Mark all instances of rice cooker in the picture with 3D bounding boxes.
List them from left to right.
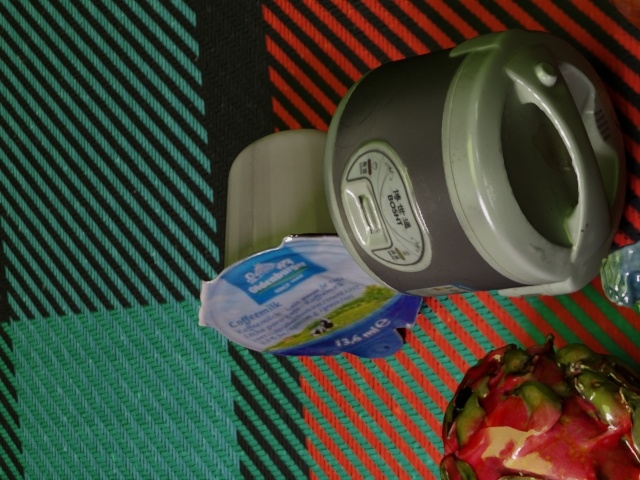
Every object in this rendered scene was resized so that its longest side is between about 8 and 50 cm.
[{"bbox_3d":[0.174,-0.075,1.732,0.277,0.288,0.288,-6,88,45],"label":"rice cooker"}]

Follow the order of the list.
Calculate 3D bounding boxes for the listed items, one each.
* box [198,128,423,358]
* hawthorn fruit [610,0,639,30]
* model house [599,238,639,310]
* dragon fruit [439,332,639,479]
[{"bbox_3d":[0.000,0.000,1.964,0.262,0.291,0.206,-29,50,32],"label":"box"},{"bbox_3d":[0.371,-0.318,1.582,0.208,0.208,0.248,-35,48,40],"label":"hawthorn fruit"},{"bbox_3d":[0.402,0.089,1.585,0.194,0.170,0.211,-21,78,41],"label":"model house"},{"bbox_3d":[0.266,0.235,1.687,0.302,0.231,0.237,28,77,33],"label":"dragon fruit"}]
